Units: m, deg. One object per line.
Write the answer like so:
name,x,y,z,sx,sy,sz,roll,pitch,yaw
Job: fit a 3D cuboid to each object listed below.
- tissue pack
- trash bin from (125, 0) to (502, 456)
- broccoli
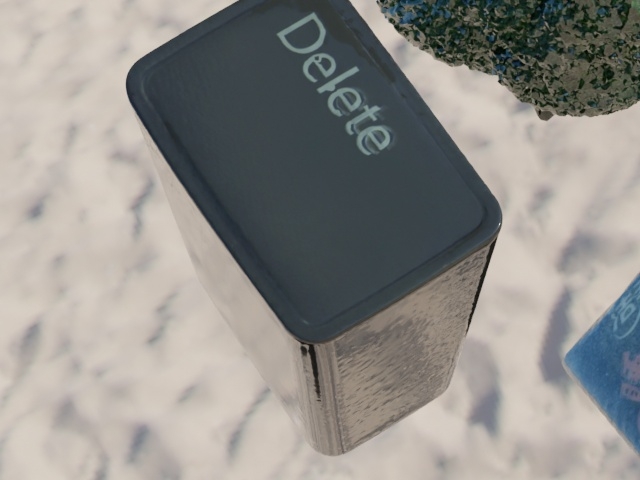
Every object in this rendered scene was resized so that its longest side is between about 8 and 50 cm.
tissue pack,0.376,0.124,1.796,0.228,0.103,0.315,-47,32,8
trash bin,0.000,0.000,0.986,0.115,0.225,0.165,-32,70,-10
broccoli,0.157,-0.213,1.081,0.269,0.254,0.269,-39,42,47
